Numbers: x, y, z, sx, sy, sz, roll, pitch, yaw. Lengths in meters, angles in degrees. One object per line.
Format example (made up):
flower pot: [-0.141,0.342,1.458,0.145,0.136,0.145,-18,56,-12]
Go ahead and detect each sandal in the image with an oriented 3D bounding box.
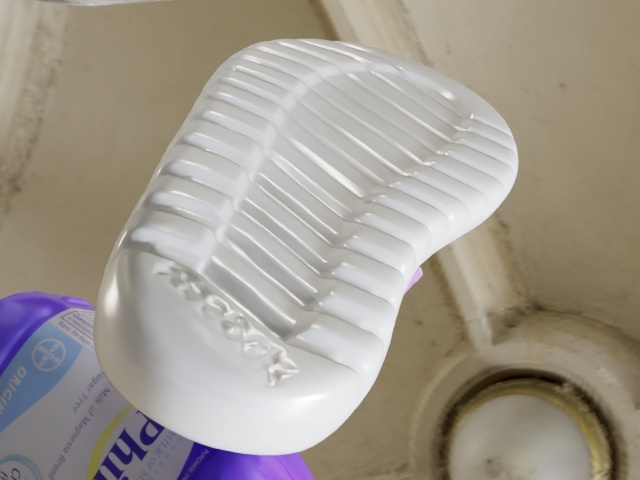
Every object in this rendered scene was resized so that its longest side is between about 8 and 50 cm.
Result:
sandal: [-0.013,-0.008,0.718,0.169,0.416,0.102,32,-61,7]

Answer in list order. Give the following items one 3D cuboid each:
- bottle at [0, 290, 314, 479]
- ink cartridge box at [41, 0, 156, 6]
bottle: [-0.064,0.136,0.669,0.283,0.092,0.118,32,-85,22]
ink cartridge box: [-0.132,-0.290,0.837,0.117,0.201,0.278,9,-75,26]
